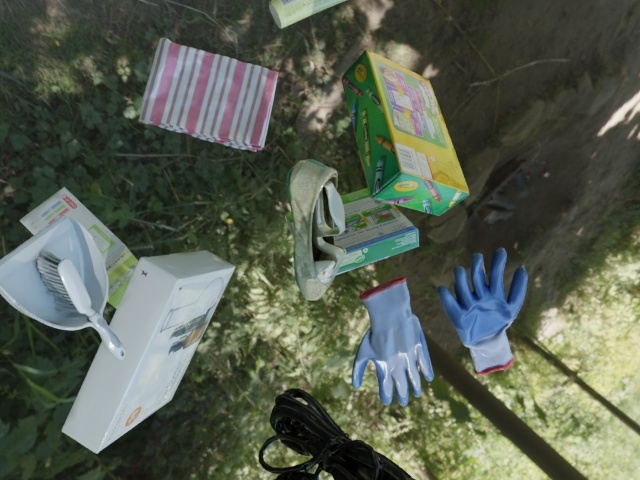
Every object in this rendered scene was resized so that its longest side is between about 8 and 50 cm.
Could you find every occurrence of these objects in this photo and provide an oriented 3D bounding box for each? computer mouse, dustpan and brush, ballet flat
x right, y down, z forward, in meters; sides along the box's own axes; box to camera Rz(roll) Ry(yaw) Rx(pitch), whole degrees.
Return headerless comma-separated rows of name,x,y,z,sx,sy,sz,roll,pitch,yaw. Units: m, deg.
computer mouse,-0.012,0.277,0.371,0.072,0.189,0.272,26,83,-35
dustpan and brush,-0.334,0.088,0.660,0.147,0.060,0.211,-64,149,-53
ballet flat,0.000,0.000,0.484,0.057,0.053,0.168,-44,137,-43

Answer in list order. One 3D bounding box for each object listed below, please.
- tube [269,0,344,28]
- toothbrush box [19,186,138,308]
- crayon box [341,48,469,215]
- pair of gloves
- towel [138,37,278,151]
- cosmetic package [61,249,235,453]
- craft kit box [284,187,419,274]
tube,0.002,-0.561,1.077,0.240,0.062,0.070,-30,141,-5
toothbrush box,-0.540,0.034,1.135,0.122,0.206,0.283,-46,168,-18
crayon box,0.147,-0.193,0.849,0.166,0.278,0.081,11,146,-34
pair of gloves,0.120,0.094,0.479,0.198,0.023,0.159,-19,117,-6
towel,-0.174,-0.232,0.756,0.197,0.029,0.144,12,81,-14
cosmetic package,-0.345,0.210,1.004,0.377,0.098,0.284,-63,169,7
craft kit box,0.064,-0.027,1.117,0.250,0.246,0.060,-18,126,-8
